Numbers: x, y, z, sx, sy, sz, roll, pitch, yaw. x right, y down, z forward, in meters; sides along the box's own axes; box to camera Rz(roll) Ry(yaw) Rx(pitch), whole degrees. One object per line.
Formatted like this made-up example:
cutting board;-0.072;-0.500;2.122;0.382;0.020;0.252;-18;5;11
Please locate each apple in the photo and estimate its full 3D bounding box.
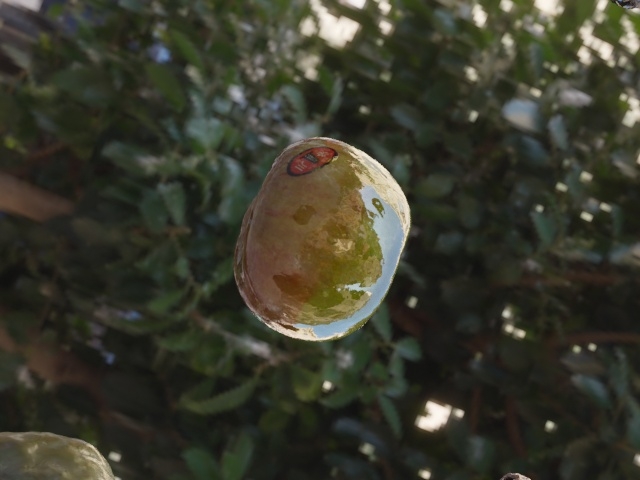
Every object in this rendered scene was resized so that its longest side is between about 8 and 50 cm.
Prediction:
apple;0.000;0.000;1.697;0.261;0.194;0.261;-156;-90;-86

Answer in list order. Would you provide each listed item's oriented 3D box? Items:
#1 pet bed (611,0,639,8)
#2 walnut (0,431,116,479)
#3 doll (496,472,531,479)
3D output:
pet bed;0.263;-0.290;1.057;0.159;0.210;0.183;-132;-146;-50
walnut;-0.301;0.342;1.392;0.277;0.282;0.253;-38;-168;-19
doll;0.141;0.361;1.143;0.156;0.201;0.303;-17;-88;49
